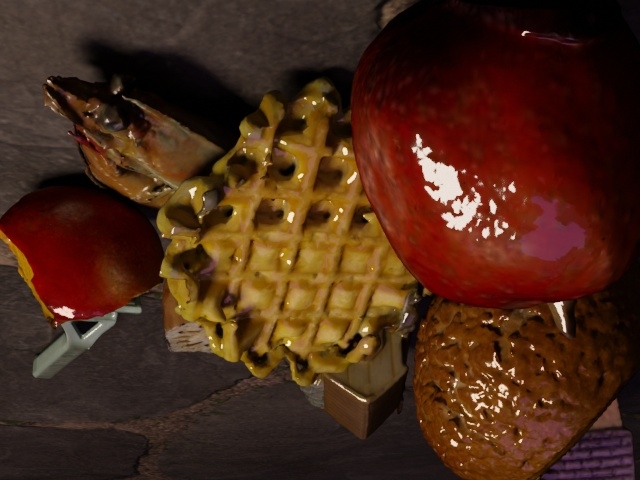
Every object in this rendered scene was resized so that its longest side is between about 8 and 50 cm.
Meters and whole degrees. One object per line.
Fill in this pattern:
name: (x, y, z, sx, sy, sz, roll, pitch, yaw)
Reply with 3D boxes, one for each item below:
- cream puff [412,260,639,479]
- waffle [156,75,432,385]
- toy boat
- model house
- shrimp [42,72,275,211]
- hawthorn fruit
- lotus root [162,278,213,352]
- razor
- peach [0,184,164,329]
cream puff: (0.208, 0.108, 1.090, 0.303, 0.212, 0.303, -44, 167, -13)
waffle: (0.001, 0.002, 0.877, 0.262, 0.060, 0.280, -36, 129, 6)
toy boat: (0.040, 0.121, 1.188, 0.135, 0.162, 0.445, 1, 156, 1)
model house: (0.316, 0.296, 1.529, 0.236, 0.238, 0.202, -4, 155, 0)
shrimp: (-0.136, -0.069, 0.860, 0.153, 0.062, 0.294, -6, 158, 21)
hawthorn fruit: (0.129, -0.053, 0.694, 0.215, 0.250, 0.215, -25, -169, 5)
lotus root: (-0.114, 0.072, 1.153, 0.112, 0.081, 0.122, -4, 156, -4)
razor: (-0.306, 0.125, 1.277, 0.111, 0.056, 0.278, 6, 154, -24)
peach: (-0.211, 0.007, 0.951, 0.151, 0.119, 0.151, -8, -164, 2)
